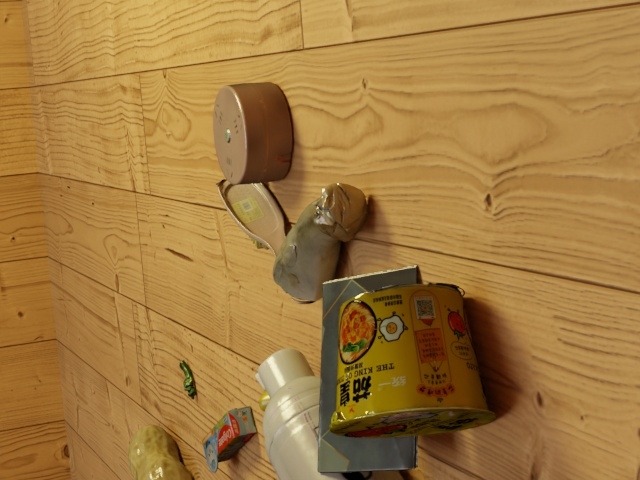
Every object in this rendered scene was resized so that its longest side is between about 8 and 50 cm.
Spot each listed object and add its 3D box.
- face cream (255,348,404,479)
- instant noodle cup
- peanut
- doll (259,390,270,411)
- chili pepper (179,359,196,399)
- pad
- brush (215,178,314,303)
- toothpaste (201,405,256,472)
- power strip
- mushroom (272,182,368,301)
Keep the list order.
[{"bbox_3d":[0.000,0.268,1.636,0.369,0.145,0.145,-123,33,-43],"label":"face cream"},{"bbox_3d":[0.094,0.131,1.355,0.182,0.182,0.144,139,129,-64],"label":"instant noodle cup"},{"bbox_3d":[-0.325,0.469,2.524,0.256,0.124,0.123,-119,31,-49],"label":"peanut"},{"bbox_3d":[-0.049,0.270,1.870,0.135,0.072,0.113,49,149,46],"label":"doll"},{"bbox_3d":[-0.257,0.269,2.418,0.027,0.022,0.083,-37,56,26],"label":"chili pepper"},{"bbox_3d":[0.056,0.156,1.501,0.164,0.004,0.243,-13,70,44],"label":"pad"},{"bbox_3d":[-0.067,0.004,1.843,0.313,0.072,0.067,52,166,45],"label":"brush"},{"bbox_3d":[-0.158,0.352,2.175,0.193,0.044,0.070,128,129,-60],"label":"toothpaste"},{"bbox_3d":[-0.103,-0.159,1.841,0.154,0.078,0.154,171,90,-68],"label":"power strip"},{"bbox_3d":[0.000,-0.004,1.644,0.223,0.081,0.092,121,155,-53],"label":"mushroom"}]
